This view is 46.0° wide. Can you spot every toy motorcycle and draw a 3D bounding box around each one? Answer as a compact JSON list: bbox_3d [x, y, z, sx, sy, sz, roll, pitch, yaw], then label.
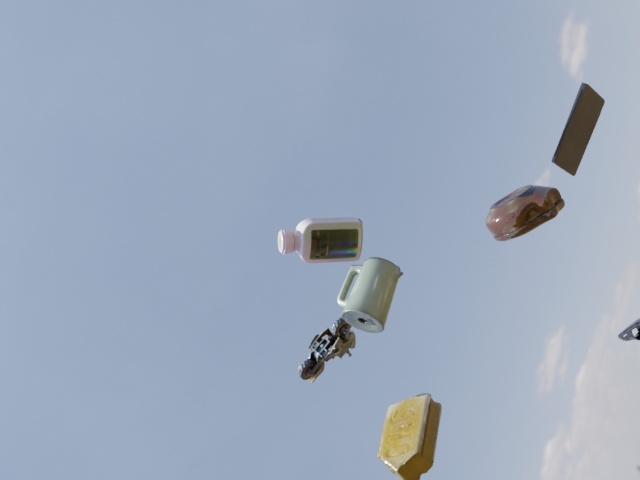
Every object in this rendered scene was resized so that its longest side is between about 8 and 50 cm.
[{"bbox_3d":[0.030,0.336,2.278,0.229,0.094,0.130,-51,-36,-4],"label":"toy motorcycle"}]

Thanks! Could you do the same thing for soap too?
[{"bbox_3d":[0.245,0.560,2.107,0.080,0.160,0.257,47,-145,-20],"label":"soap"}]

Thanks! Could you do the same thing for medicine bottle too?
[{"bbox_3d":[0.000,0.000,1.989,0.219,0.078,0.115,-2,-68,-16],"label":"medicine bottle"}]

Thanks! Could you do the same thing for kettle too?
[{"bbox_3d":[0.109,0.122,1.684,0.127,0.098,0.148,-35,29,57],"label":"kettle"}]

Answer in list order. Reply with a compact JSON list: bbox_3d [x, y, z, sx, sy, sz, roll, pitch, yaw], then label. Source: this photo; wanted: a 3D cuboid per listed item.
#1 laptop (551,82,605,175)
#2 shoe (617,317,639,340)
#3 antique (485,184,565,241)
[{"bbox_3d":[0.602,-0.257,1.762,0.135,0.016,0.197,17,-84,-49],"label":"laptop"},{"bbox_3d":[0.785,0.221,1.854,0.062,0.053,0.159,-37,-19,-18],"label":"shoe"},{"bbox_3d":[0.684,-0.098,2.570,0.223,0.278,0.129,-37,-83,-40],"label":"antique"}]
